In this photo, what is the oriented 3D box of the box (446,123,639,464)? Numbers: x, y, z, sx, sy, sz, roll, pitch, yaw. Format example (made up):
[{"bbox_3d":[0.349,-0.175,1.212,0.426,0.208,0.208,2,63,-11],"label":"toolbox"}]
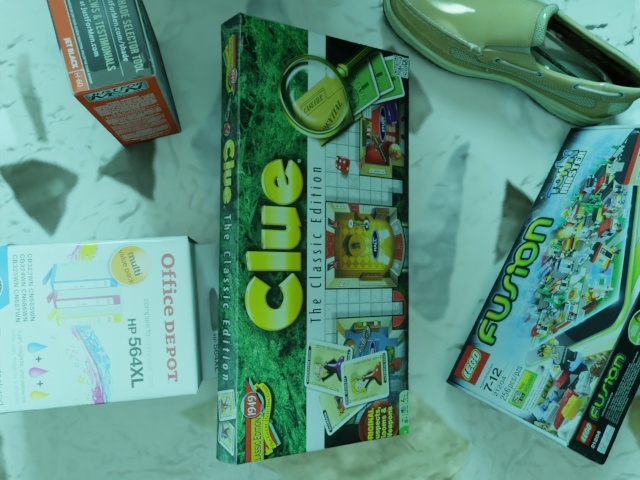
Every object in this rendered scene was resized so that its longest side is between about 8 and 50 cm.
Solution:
[{"bbox_3d":[0.171,0.023,0.422,0.036,0.114,0.207,30,83,-26],"label":"box"}]

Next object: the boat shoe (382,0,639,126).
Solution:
[{"bbox_3d":[0.136,-0.143,0.446,0.189,0.072,0.068,21,85,-6],"label":"boat shoe"}]

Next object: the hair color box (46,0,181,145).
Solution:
[{"bbox_3d":[-0.115,-0.104,0.377,0.043,0.141,0.072,-15,89,-8],"label":"hair color box"}]

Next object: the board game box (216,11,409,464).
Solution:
[{"bbox_3d":[0.000,0.000,0.417,0.136,0.030,0.260,1,87,-33],"label":"board game box"}]

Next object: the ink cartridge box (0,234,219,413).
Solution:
[{"bbox_3d":[-0.127,0.045,0.395,0.143,0.090,0.092,-4,88,-7],"label":"ink cartridge box"}]
